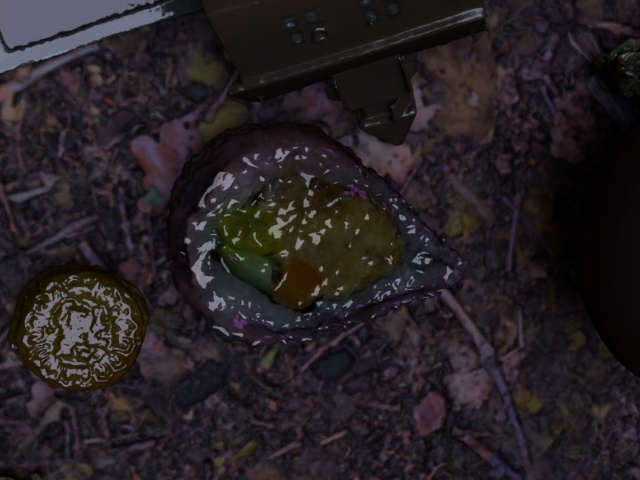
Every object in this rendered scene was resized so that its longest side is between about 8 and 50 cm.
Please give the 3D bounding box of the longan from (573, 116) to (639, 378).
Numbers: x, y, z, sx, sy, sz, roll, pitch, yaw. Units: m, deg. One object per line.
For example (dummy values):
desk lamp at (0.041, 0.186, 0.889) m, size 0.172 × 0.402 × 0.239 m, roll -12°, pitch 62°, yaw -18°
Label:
longan at (0.359, 0.003, 0.732) m, size 0.318 × 0.319 × 0.319 m, roll -3°, pitch 101°, yaw -14°

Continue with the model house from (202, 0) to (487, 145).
model house at (0.027, -0.159, 0.703) m, size 0.180 × 0.176 × 0.248 m, roll -15°, pitch 147°, yaw 9°

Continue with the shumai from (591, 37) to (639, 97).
shumai at (0.275, -0.155, 0.812) m, size 0.080 × 0.083 × 0.082 m, roll 6°, pitch 69°, yaw 15°

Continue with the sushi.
sushi at (-0.005, -0.018, 0.734) m, size 0.241 × 0.107 × 0.161 m, roll -13°, pitch 105°, yaw -18°

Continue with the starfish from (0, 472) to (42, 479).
starfish at (-0.321, 0.212, 0.726) m, size 0.209 × 0.053 × 0.150 m, roll -7°, pitch 106°, yaw -15°

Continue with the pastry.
pastry at (-0.187, 0.068, 0.730) m, size 0.109 × 0.057 × 0.097 m, roll -15°, pitch 102°, yaw -12°

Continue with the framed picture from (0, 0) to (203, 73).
framed picture at (-0.156, -0.256, 0.700) m, size 0.252 × 0.014 × 0.197 m, roll -21°, pitch 104°, yaw -10°
